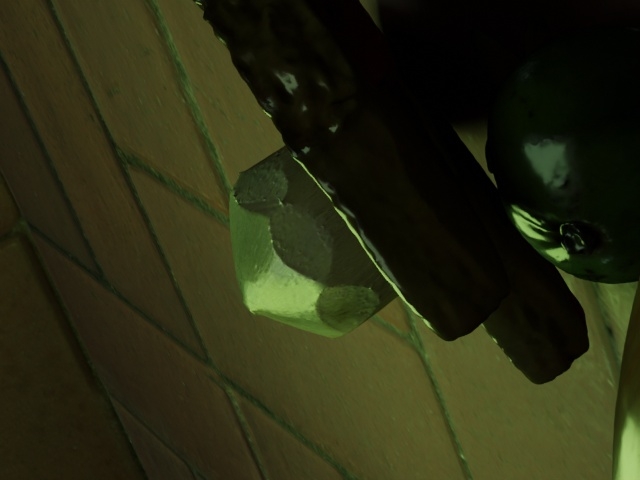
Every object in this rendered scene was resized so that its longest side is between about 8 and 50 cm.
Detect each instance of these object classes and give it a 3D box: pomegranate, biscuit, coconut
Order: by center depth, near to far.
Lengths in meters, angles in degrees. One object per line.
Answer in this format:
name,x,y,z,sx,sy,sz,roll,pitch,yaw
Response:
pomegranate,0.150,-0.063,1.066,0.191,0.131,0.152,50,166,48
biscuit,0.048,-0.070,1.164,0.368,0.076,0.394,57,-171,29
coconut,-0.001,-0.003,1.494,0.161,0.162,0.161,49,159,26

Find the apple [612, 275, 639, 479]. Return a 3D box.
apple,0.284,0.067,0.550,0.391,0.391,0.346,55,143,11
